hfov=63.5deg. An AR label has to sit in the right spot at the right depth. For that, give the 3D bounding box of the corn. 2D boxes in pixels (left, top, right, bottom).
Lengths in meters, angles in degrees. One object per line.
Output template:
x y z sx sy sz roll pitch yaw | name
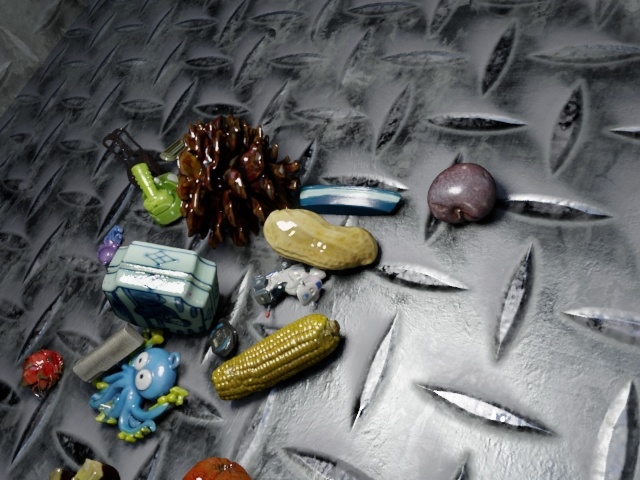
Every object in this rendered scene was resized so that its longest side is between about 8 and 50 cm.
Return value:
-0.112 0.292 1.294 0.363 0.120 0.120 -28 52 12 | corn

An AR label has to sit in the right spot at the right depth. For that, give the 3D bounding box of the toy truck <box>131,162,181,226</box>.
-0.542 -0.153 1.757 0.148 0.210 0.187 -26 70 12 | toy truck

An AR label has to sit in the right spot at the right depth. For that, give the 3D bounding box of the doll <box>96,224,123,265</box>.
-0.745 0.013 1.843 0.110 0.067 0.206 -31 39 25 | doll

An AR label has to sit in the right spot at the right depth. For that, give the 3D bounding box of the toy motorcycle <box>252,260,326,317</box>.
-0.085 0.124 1.402 0.221 0.102 0.150 -16 34 15 | toy motorcycle

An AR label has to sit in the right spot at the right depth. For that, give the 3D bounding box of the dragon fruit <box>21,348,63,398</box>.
-0.881 0.413 1.637 0.121 0.130 0.142 27 72 3 | dragon fruit

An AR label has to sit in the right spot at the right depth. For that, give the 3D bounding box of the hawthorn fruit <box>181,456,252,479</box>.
-0.235 0.595 1.146 0.179 0.179 0.200 8 86 32 | hawthorn fruit

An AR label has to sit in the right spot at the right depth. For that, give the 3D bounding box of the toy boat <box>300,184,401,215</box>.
0.081 -0.111 1.459 0.299 0.096 0.061 3 71 27 | toy boat

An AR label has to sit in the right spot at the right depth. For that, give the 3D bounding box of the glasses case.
-0.606 0.324 1.478 0.205 0.071 0.047 -36 18 9 | glasses case

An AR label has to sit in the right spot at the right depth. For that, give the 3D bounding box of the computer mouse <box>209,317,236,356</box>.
-0.267 0.272 1.434 0.079 0.047 0.135 -46 39 3 | computer mouse

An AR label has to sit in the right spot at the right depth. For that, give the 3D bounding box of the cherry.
0.355 -0.123 1.287 0.176 0.140 0.176 -25 39 22 | cherry

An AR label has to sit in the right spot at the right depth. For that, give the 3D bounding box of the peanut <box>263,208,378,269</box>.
0.000 0.000 1.362 0.305 0.147 0.147 19 69 7 | peanut

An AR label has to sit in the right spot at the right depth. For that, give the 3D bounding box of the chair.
-0.681 -0.288 1.887 0.106 0.229 0.113 -35 48 5 | chair

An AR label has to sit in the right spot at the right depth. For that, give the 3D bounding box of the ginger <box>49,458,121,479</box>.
-0.635 0.733 1.243 0.358 0.211 0.413 -24 52 10 | ginger

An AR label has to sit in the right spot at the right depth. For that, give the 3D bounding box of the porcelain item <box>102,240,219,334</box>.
-0.431 0.142 1.420 0.286 0.281 0.157 12 59 -3 | porcelain item

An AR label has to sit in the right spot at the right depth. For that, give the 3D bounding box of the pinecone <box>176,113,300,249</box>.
-0.236 -0.168 1.489 0.398 0.398 0.397 -13 56 21 | pinecone

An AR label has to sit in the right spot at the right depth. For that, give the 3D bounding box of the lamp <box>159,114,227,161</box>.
-0.418 -0.359 1.886 0.283 0.124 0.203 -23 32 17 | lamp

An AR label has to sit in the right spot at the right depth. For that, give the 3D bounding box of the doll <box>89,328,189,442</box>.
-0.528 0.391 1.463 0.341 0.099 0.346 -29 47 11 | doll
